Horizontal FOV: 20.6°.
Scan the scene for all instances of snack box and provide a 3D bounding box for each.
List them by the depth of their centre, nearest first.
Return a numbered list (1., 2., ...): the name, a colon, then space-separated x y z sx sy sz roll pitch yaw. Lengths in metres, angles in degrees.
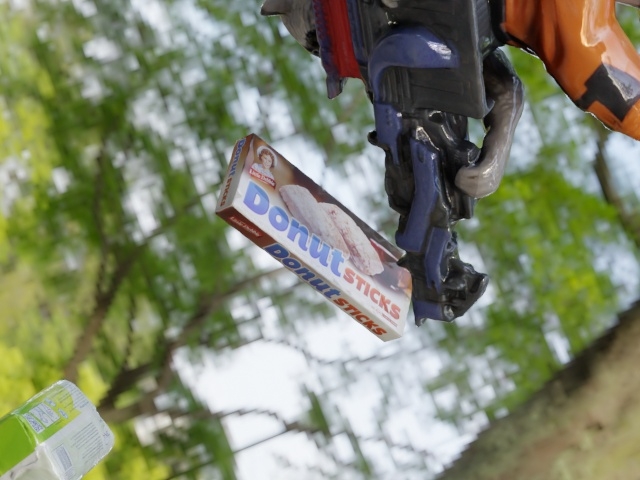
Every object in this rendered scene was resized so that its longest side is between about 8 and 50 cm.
1. snack box: 0.000 0.000 1.243 0.022 0.064 0.178 -19 -45 41

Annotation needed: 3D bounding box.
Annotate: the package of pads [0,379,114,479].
1. package of pads: -0.351 0.266 1.717 0.101 0.296 0.229 53 7 -1

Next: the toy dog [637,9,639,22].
1. toy dog: 0.366 -0.327 1.644 0.334 0.220 0.161 58 -13 -5

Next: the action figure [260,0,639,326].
1. action figure: 0.127 -0.111 1.085 0.178 0.330 0.341 -60 156 -48
